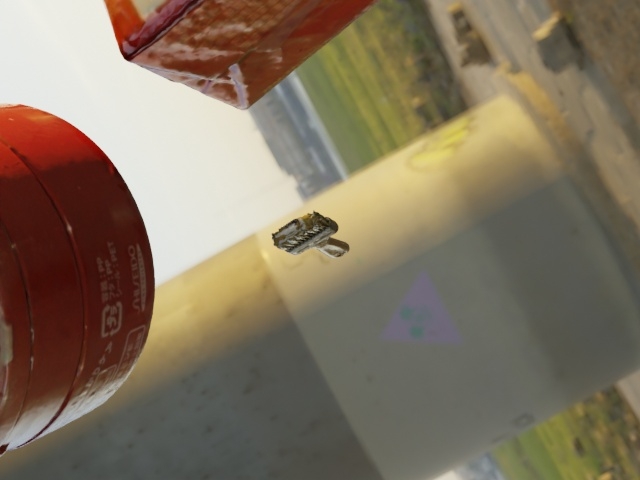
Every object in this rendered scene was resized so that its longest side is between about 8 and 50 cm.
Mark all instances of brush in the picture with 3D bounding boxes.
[{"bbox_3d":[0.000,0.000,1.021,0.014,0.043,0.170,62,-172,11],"label":"brush"}]

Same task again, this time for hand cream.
[{"bbox_3d":[-0.226,0.028,0.806,0.149,0.230,0.230,-17,-103,-56],"label":"hand cream"}]

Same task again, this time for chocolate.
[{"bbox_3d":[-0.051,-0.236,1.128,0.108,0.237,0.235,56,-163,17],"label":"chocolate"}]
